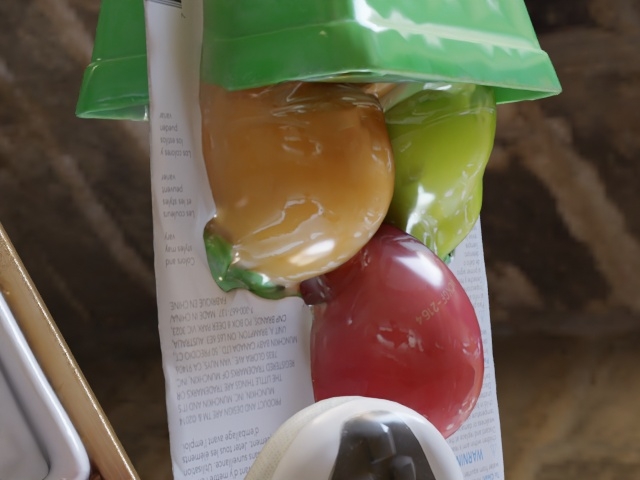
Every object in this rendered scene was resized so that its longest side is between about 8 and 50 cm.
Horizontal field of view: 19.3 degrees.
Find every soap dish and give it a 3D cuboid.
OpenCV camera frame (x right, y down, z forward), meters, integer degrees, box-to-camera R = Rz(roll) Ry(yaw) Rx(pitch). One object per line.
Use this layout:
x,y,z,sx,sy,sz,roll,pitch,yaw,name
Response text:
-0.254,0.111,1.198,0.291,0.229,0.118,57,9,27,soap dish

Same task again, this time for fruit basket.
0.000,0.000,0.907,0.327,0.165,0.353,-5,95,-61,fruit basket

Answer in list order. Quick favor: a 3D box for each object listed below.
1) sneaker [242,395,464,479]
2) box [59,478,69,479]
-0.035,0.162,0.622,0.110,0.118,0.292,-9,129,-37,sneaker
-0.116,0.269,0.964,0.128,0.122,0.257,61,50,-67,box
